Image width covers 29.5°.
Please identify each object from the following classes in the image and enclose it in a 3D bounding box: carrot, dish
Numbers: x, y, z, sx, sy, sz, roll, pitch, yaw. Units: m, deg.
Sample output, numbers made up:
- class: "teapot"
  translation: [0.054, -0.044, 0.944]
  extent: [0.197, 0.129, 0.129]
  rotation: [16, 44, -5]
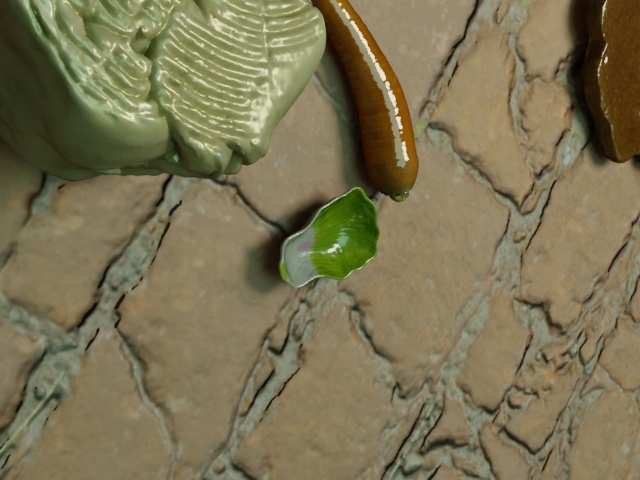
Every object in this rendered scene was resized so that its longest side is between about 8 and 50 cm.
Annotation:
- class: "carrot"
  translation: [0.051, -0.168, 1.294]
  extent: [0.062, 0.066, 0.271]
  rotation: [-68, 143, -68]
- class: "dish"
  translation: [0.000, 0.000, 1.288]
  extent: [0.137, 0.039, 0.091]
  rotation: [-28, 118, -30]

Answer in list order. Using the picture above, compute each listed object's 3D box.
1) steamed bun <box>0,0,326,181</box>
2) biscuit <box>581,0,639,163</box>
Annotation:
- class: "steamed bun"
  translation: [-0.164, -0.172, 1.041]
  extent: [0.289, 0.203, 0.276]
  rotation: [-41, 111, -41]
- class: "biscuit"
  translation: [0.410, -0.218, 1.565]
  extent: [0.208, 0.041, 0.290]
  rotation: [-38, 122, -28]
